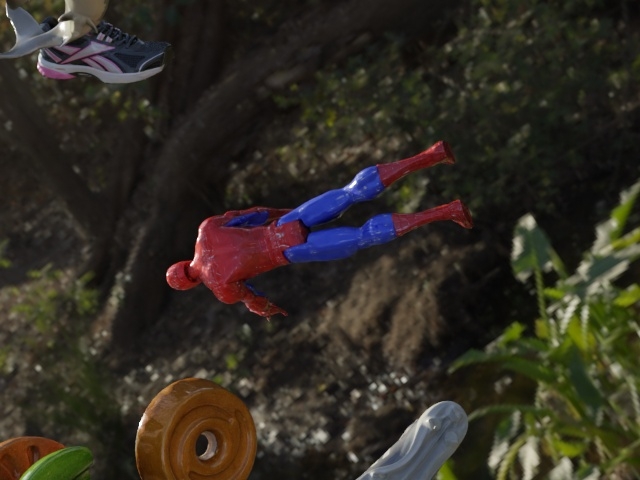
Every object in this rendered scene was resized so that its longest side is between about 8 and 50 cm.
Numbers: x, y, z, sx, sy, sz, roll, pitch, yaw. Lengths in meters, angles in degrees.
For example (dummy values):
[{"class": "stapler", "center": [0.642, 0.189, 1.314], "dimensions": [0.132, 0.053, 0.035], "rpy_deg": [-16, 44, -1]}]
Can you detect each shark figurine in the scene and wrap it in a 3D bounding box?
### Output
[{"class": "shark figurine", "center": [-0.240, -0.259, 1.063], "dimensions": [0.278, 0.166, 0.116], "rpy_deg": [130, 148, -66]}]

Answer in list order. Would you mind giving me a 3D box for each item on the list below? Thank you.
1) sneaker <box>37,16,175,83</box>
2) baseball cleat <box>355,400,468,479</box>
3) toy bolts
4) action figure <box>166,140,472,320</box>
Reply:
[{"class": "sneaker", "center": [-0.272, -0.242, 1.369], "dimensions": [0.178, 0.077, 0.072], "rpy_deg": [1, 33, 7]}, {"class": "baseball cleat", "center": [0.094, 0.273, 1.273], "dimensions": [0.206, 0.072, 0.109], "rpy_deg": [-39, -11, -23]}, {"class": "toy bolts", "center": [-0.155, 0.228, 0.871], "dimensions": [0.218, 0.228, 0.158], "rpy_deg": [-34, 19, -37]}, {"class": "action figure", "center": [0.000, 0.000, 1.001], "dimensions": [0.280, 0.091, 0.139], "rpy_deg": [-17, -14, 14]}]
